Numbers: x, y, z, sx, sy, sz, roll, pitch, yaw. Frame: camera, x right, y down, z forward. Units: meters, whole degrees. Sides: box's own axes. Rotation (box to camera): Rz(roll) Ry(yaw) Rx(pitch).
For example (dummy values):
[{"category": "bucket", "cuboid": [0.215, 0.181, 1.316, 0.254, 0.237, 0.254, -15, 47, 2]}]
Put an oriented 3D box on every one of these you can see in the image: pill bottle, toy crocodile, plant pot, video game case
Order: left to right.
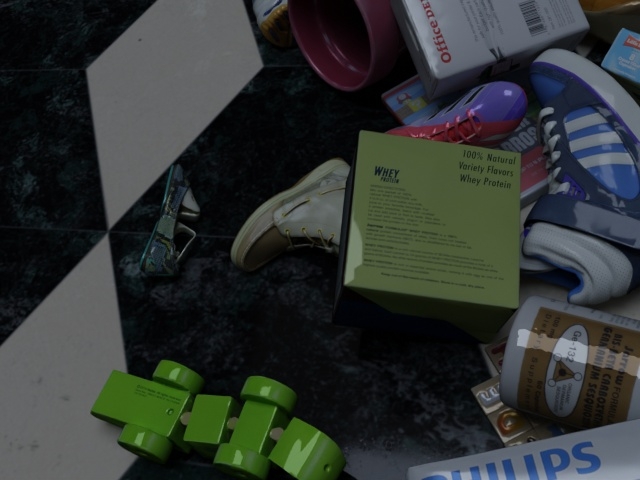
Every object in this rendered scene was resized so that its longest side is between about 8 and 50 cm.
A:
[{"category": "toy crocodile", "cuboid": [-0.131, 0.225, 1.105, 0.341, 0.105, 0.115, 6, 59, 26]}, {"category": "plant pot", "cuboid": [0.079, -0.348, 1.382, 0.180, 0.201, 0.201, -31, 52, -26]}, {"category": "video game case", "cuboid": [0.242, -0.166, 1.301, 0.204, 0.025, 0.285, -30, 53, -5]}, {"category": "pill bottle", "cuboid": [0.321, 0.147, 0.986, 0.229, 0.131, 0.131, 14, 62, 24]}]

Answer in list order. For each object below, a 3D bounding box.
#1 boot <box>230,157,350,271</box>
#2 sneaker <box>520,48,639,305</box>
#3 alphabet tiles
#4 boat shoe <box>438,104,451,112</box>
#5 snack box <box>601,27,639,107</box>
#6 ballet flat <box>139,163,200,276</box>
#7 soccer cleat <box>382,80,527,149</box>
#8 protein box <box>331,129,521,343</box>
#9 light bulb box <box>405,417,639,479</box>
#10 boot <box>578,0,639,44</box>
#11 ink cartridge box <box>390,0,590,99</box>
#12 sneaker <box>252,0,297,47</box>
[{"category": "boot", "cuboid": [0.000, 0.000, 1.229, 0.213, 0.077, 0.165, -39, 57, -12]}, {"category": "sneaker", "cuboid": [0.296, -0.071, 1.137, 0.236, 0.130, 0.322, -35, 64, -2]}, {"category": "alphabet tiles", "cuboid": [0.297, 0.190, 1.051, 0.198, 0.009, 0.237, -26, 54, -2]}, {"category": "boat shoe", "cuboid": [0.215, -0.180, 1.285, 0.100, 0.035, 0.035, -5, 28, 18]}, {"category": "snack box", "cuboid": [0.512, -0.145, 1.105, 0.322, 0.187, 0.060, 35, 100, 32]}, {"category": "ballet flat", "cuboid": [-0.207, -0.025, 1.322, 0.070, 0.070, 0.188, 1, 59, 17]}, {"category": "soccer cleat", "cuboid": [0.156, -0.137, 1.209, 0.248, 0.083, 0.095, -19, 5, 39]}, {"category": "protein box", "cuboid": [0.126, -0.001, 1.103, 0.200, 0.136, 0.201, 8, 66, -3]}, {"category": "light bulb box", "cuboid": [0.291, 0.364, 0.796, 0.358, 0.225, 0.360, -14, 55, 7]}, {"category": "boot", "cuboid": [0.412, -0.371, 1.343, 0.295, 0.104, 0.211, -6, 54, 15]}, {"category": "ink cartridge box", "cuboid": [0.220, -0.303, 1.229, 0.220, 0.092, 0.160, -19, 80, -4]}, {"category": "sneaker", "cuboid": [0.022, -0.436, 1.497, 0.297, 0.111, 0.131, -25, 53, -2]}]
